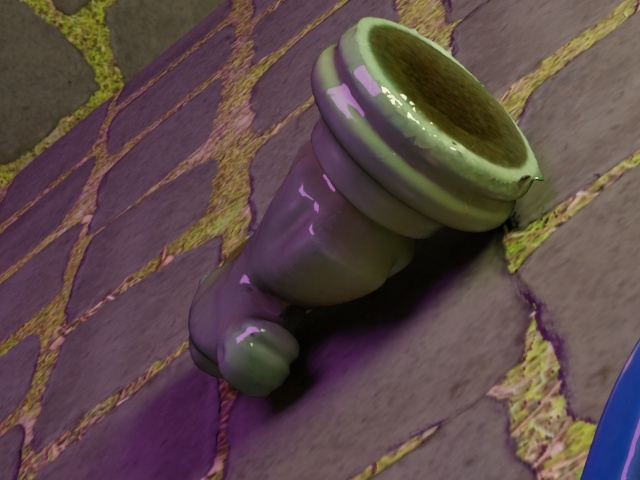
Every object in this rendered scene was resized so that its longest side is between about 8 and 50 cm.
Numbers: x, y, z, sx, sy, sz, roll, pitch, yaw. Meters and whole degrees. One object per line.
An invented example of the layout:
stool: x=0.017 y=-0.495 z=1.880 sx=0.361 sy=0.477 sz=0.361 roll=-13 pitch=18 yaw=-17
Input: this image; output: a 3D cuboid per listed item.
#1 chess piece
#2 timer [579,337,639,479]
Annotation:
chess piece: x=0.000 y=0.000 z=1.114 sx=0.298 sy=0.176 sz=0.175 roll=-48 pitch=15 yaw=26
timer: x=0.181 y=0.123 z=0.383 sx=0.340 sy=0.115 sz=0.309 roll=-10 pitch=58 yaw=62
